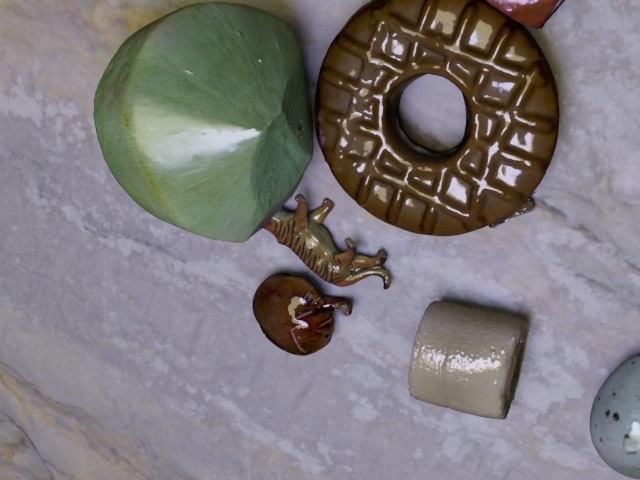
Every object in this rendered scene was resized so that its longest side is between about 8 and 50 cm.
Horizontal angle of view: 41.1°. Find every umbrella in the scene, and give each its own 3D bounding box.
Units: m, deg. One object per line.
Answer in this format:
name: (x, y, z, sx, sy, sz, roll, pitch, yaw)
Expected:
umbrella: (0.258, -0.041, 1.150, 0.031, 0.020, 0.083, 42, 120, -14)

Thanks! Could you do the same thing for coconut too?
coconut: (-0.142, -0.152, 1.113, 0.328, 0.281, 0.329, -19, 66, 54)

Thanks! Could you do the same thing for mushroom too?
mushroom: (-0.029, 0.112, 1.289, 0.170, 0.080, 0.135, -11, 115, 28)

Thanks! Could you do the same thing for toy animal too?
toy animal: (0.000, 0.000, 1.254, 0.241, 0.057, 0.099, 41, 125, 2)

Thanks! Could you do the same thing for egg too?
egg: (0.424, 0.232, 1.121, 0.131, 0.131, 0.164, 13, 108, 17)

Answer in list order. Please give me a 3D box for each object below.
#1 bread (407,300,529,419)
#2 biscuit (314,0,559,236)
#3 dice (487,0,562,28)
bread: (0.205, 0.167, 1.184, 0.141, 0.134, 0.148, 11, 126, 19)
biscuit: (0.146, -0.160, 1.102, 0.331, 0.103, 0.332, 8, 111, 20)
dice: (0.233, -0.356, 0.959, 0.174, 0.175, 0.179, 40, 122, 4)
